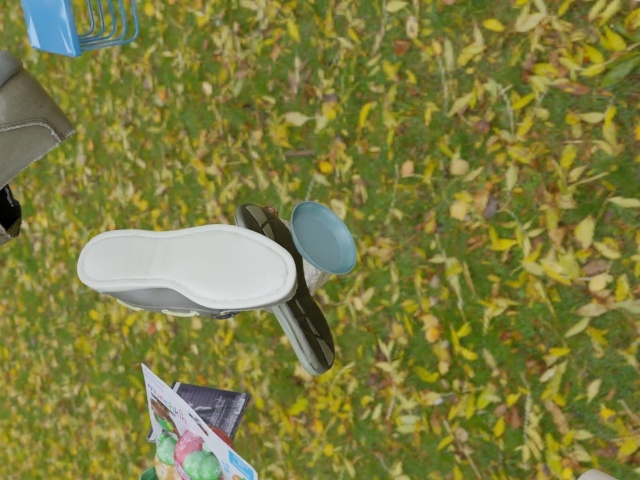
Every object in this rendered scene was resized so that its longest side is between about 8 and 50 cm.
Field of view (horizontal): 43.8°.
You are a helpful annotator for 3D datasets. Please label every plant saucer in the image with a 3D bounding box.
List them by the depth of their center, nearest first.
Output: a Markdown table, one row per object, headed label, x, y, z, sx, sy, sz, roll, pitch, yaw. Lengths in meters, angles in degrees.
| label | x | y | z | sx | sy | sz | roll | pitch | yaw |
| --- | --- | --- | --- | --- | --- | --- | --- | --- | --- |
| plant saucer | 0.000 | 0.000 | 1.119 | 0.021 | 0.119 | 0.119 | -39 | 69 | 36 |

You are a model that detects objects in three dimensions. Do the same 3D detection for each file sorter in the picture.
| label | x | y | z | sx | sy | sz | roll | pitch | yaw |
| --- | --- | --- | --- | --- | --- | --- | --- | --- | --- |
| file sorter | -0.346 | -0.334 | 1.130 | 0.170 | 0.104 | 0.118 | 22 | 125 | 48 |

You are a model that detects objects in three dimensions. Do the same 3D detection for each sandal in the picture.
| label | x | y | z | sx | sy | sz | roll | pitch | yaw |
| --- | --- | --- | --- | --- | --- | --- | --- | --- | --- |
| sandal | -0.074 | 0.078 | 1.258 | 0.086 | 0.120 | 0.302 | -29 | 76 | 27 |

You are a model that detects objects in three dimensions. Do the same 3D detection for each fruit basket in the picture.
| label | x | y | z | sx | sy | sz | roll | pitch | yaw |
| --- | --- | --- | --- | --- | --- | --- | --- | --- | --- |
| fruit basket | -0.232 | 0.439 | 1.485 | 0.327 | 0.165 | 0.353 | 35 | 145 | 31 |

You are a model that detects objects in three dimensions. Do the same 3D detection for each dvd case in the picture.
| label | x | y | z | sx | sy | sz | roll | pitch | yaw |
| --- | --- | --- | --- | --- | --- | --- | --- | --- | --- |
| dvd case | -0.297 | 0.434 | 1.949 | 0.221 | 0.164 | 0.018 | 5 | 141 | 22 |

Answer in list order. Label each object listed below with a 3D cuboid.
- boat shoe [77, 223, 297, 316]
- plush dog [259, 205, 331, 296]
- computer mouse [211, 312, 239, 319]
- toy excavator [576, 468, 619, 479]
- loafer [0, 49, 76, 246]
| label | x | y | z | sx | sy | sz | roll | pitch | yaw |
| --- | --- | --- | --- | --- | --- | --- | --- | --- | --- |
| boat shoe | -0.162 | 0.044 | 1.022 | 0.305 | 0.091 | 0.109 | 3 | 65 | 21 |
| plush dog | -0.091 | 0.030 | 1.857 | 0.225 | 0.210 | 0.262 | 32 | 150 | 10 |
| computer mouse | -0.325 | 0.166 | 2.080 | 0.041 | 0.242 | 0.071 | -42 | -40 | -89 |
| toy excavator | 0.489 | 0.283 | 1.019 | 0.222 | 0.433 | 0.445 | 21 | 73 | 43 |
| loafer | -0.265 | -0.013 | 0.571 | 0.251 | 0.087 | 0.094 | -51 | 20 | 13 |
